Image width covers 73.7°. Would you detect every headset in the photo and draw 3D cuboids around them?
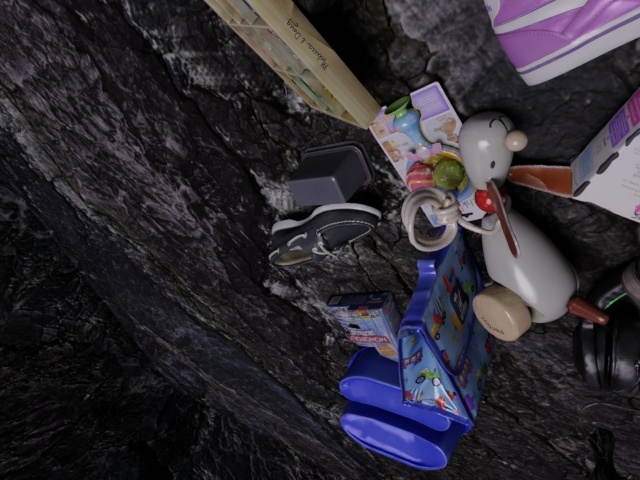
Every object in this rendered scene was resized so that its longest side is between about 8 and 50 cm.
[{"bbox_3d":[0.492,0.208,0.626,0.243,0.185,0.394,21,129,21],"label":"headset"}]

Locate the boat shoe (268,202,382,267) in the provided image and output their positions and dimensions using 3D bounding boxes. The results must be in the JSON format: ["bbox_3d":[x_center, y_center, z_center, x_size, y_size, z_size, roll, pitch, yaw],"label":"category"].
[{"bbox_3d":[0.000,0.000,0.848,0.114,0.091,0.302,20,159,-30],"label":"boat shoe"}]

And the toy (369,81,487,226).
[{"bbox_3d":[0.170,-0.106,0.653,0.136,0.056,0.237,-12,122,47],"label":"toy"}]

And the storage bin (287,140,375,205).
[{"bbox_3d":[0.014,-0.104,0.752,0.135,0.091,0.098,1,131,39],"label":"storage bin"}]

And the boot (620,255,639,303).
[{"bbox_3d":[0.459,0.004,0.408,0.262,0.091,0.229,10,142,13],"label":"boot"}]

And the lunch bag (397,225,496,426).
[{"bbox_3d":[0.204,0.130,0.731,0.138,0.221,0.293,5,136,34],"label":"lunch bag"}]

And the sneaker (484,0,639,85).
[{"bbox_3d":[0.271,-0.267,0.364,0.282,0.102,0.161,-20,113,48],"label":"sneaker"}]

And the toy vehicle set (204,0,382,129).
[{"bbox_3d":[-0.050,-0.254,0.543,0.267,0.035,0.166,36,-176,-37],"label":"toy vehicle set"}]

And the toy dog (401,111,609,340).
[{"bbox_3d":[0.286,0.001,0.576,0.334,0.220,0.161,45,166,-27],"label":"toy dog"}]

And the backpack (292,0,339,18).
[{"bbox_3d":[-0.040,-0.353,0.490,0.182,0.152,0.115,43,147,1],"label":"backpack"}]

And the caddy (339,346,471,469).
[{"bbox_3d":[0.208,0.399,1.073,0.341,0.179,0.241,9,113,28],"label":"caddy"}]

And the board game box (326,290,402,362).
[{"bbox_3d":[0.128,0.214,1.028,0.194,0.060,0.194,-13,121,45],"label":"board game box"}]

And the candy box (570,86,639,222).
[{"bbox_3d":[0.399,-0.100,0.444,0.164,0.070,0.196,22,142,2],"label":"candy box"}]
